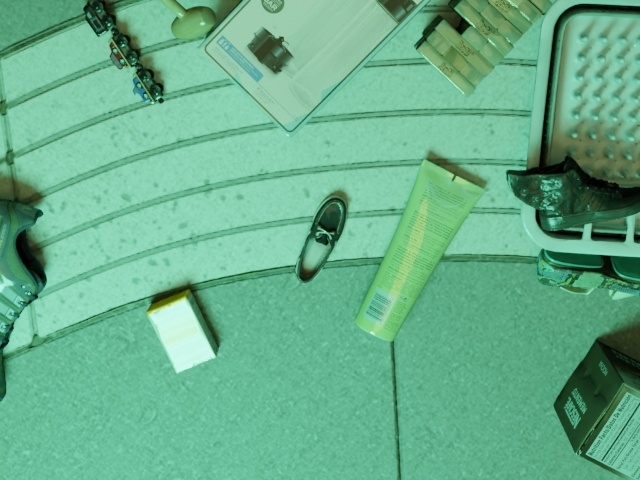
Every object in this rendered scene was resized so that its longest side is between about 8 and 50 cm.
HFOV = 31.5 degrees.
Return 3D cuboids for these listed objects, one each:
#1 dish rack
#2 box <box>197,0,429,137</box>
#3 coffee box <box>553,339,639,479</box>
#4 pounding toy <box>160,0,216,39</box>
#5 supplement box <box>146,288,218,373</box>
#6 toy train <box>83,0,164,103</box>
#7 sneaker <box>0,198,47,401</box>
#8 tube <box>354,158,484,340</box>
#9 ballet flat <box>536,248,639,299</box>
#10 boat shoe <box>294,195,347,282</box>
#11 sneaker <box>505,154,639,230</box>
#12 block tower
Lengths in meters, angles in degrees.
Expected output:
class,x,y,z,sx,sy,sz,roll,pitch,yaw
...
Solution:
class,x,y,z,sx,sy,sz,roll,pitch,yaw
dish rack,0.406,-0.148,1.449,0.286,0.072,0.332,3,105,1
box,0.006,-0.290,1.413,0.290,0.087,0.169,-43,100,11
coffee box,0.479,0.270,1.511,0.297,0.168,0.118,28,104,-5
pounding toy,-0.149,-0.377,1.334,0.154,0.155,0.269,-4,107,35
supplement box,-0.189,0.124,1.557,0.062,0.036,0.098,-22,103,7
toy train,-0.255,-0.240,1.465,0.036,0.027,0.158,-32,102,13
sneaker,-0.431,0.082,1.519,0.121,0.111,0.299,2,107,-3
tube,0.125,0.018,1.513,0.070,0.062,0.240,15,104,-48
ballet flat,0.379,0.047,1.515,0.188,0.070,0.070,11,105,1
boat shoe,0.000,0.000,1.517,0.046,0.038,0.125,28,104,-6
sneaker,0.322,-0.066,1.411,0.170,0.051,0.089,-14,108,9
block tower,0.258,-0.336,1.392,0.097,0.091,0.335,42,102,-10
